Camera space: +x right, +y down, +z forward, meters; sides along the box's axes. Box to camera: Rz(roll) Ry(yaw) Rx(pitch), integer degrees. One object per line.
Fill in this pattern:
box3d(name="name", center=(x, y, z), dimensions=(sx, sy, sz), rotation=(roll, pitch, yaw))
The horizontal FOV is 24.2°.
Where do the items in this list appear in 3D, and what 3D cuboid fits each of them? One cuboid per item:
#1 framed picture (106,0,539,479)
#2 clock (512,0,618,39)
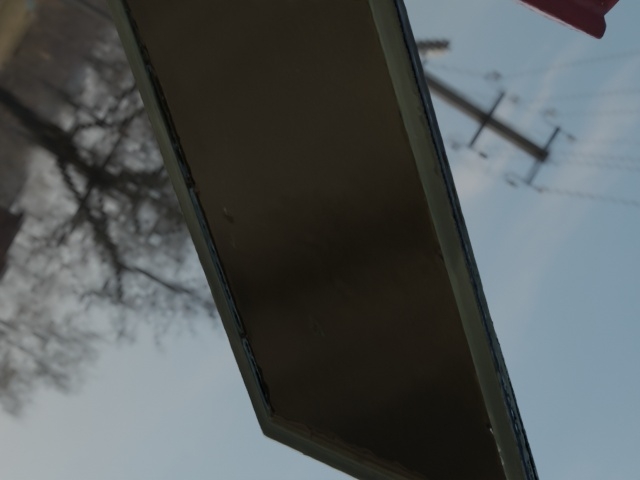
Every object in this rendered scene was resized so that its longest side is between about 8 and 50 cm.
box3d(name="framed picture", center=(0.000, 0.000, 0.432), dimensions=(0.011, 0.183, 0.142), rotation=(-32, -153, -28))
box3d(name="clock", center=(0.056, -0.139, 0.462), dimensions=(0.061, 0.155, 0.113), rotation=(37, -75, 47))
